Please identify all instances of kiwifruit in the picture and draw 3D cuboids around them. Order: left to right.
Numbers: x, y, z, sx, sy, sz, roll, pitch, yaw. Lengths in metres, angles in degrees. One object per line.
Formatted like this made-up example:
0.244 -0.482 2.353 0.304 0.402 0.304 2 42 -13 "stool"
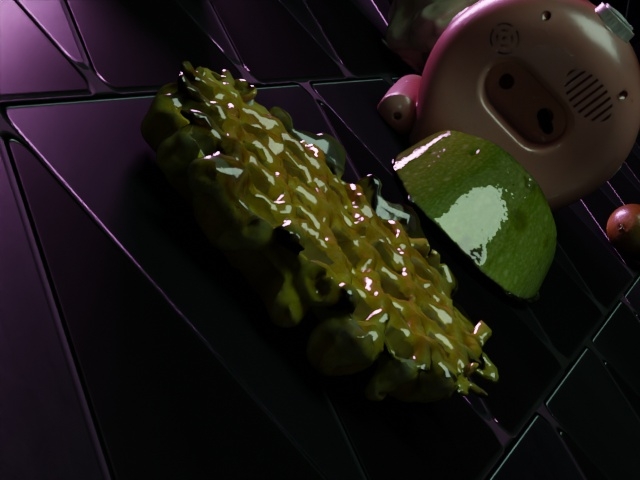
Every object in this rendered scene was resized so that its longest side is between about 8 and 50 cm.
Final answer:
0.410 -0.009 2.478 0.075 0.075 0.124 53 20 25 "kiwifruit"

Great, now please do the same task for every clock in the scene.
0.212 -0.141 1.930 0.227 0.241 0.142 46 17 -4 "clock"

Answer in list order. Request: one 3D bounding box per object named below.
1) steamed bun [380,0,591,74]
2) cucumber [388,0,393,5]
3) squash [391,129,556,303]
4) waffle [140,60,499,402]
0.229 -0.211 2.242 0.320 0.206 0.275 55 14 17 "steamed bun"
0.129 -0.264 2.439 0.184 0.033 0.036 54 -5 22 "cucumber"
0.159 -0.032 1.786 0.192 0.085 0.184 45 13 -1 "squash"
0.004 0.001 1.296 0.329 0.062 0.329 42 13 -13 "waffle"
